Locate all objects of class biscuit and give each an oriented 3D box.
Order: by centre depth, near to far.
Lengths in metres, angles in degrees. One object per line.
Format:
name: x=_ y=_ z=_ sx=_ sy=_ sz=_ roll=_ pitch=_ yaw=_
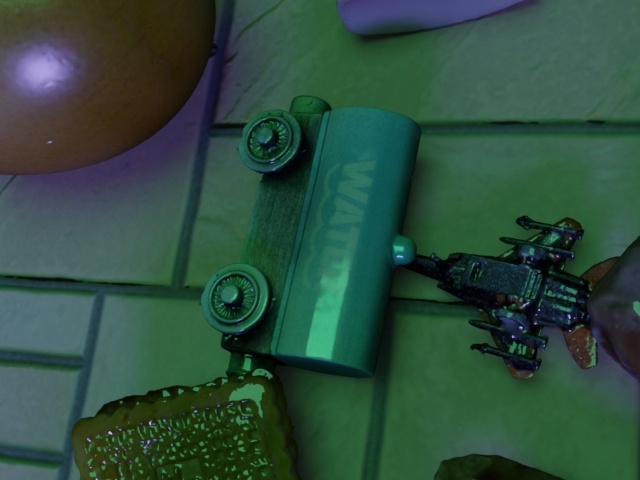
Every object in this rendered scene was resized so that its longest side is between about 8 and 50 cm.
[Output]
biscuit: x=-0.083 y=0.233 z=0.637 sx=0.172 sy=0.029 sz=0.255 roll=-16 pitch=86 yaw=13

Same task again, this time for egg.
egg: x=-0.246 y=-0.182 z=0.750 sx=0.322 sy=0.250 sz=0.250 roll=-22 pitch=67 yaw=20

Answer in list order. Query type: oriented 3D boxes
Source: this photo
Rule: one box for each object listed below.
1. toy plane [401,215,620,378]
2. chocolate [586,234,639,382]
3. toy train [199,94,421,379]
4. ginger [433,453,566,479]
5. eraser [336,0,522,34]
toy plane: x=0.128 y=0.030 z=0.657 sx=0.189 sy=0.061 sz=0.130 roll=17 pitch=79 yaw=22
chocolate: x=0.264 y=0.089 z=0.548 sx=0.093 sy=0.148 sz=0.214 roll=-46 pitch=61 yaw=18
toy train: x=0.000 y=0.000 z=0.687 sx=0.159 sy=0.101 sz=0.248 roll=7 pitch=73 yaw=23
ginger: x=0.209 y=0.274 z=0.545 sx=0.166 sy=0.080 sz=0.333 roll=-21 pitch=59 yaw=-5
eraser: x=0.092 y=-0.330 z=0.772 sx=0.174 sy=0.095 sz=0.270 roll=-9 pitch=69 yaw=15
